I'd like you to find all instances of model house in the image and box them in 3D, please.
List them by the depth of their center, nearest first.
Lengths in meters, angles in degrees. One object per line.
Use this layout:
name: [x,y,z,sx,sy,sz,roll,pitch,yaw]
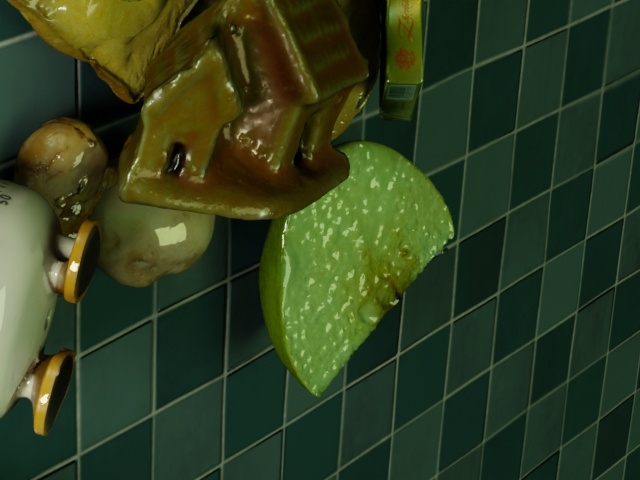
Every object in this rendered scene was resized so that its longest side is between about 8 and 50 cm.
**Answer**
model house: [-0.067,-0.152,1.917,0.268,0.173,0.239,-35,148,-59]

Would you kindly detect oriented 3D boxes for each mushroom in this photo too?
mushroom: [-0.179,-0.024,2.023,0.148,0.112,0.148,7,76,-32]

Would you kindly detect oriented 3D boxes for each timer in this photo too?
timer: [-0.337,0.050,1.792,0.233,0.240,0.234,14,90,-88]

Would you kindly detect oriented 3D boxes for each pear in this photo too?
pear: [-0.001,-0.004,2.283,0.288,0.139,0.239,-49,140,-23]

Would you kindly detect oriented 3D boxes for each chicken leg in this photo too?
chicken leg: [-0.259,-0.027,1.940,0.101,0.085,0.208,-33,143,-59]

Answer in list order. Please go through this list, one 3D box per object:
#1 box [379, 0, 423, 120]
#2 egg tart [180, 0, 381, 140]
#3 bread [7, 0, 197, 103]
box: [0.089,-0.236,2.200,0.311,0.043,0.173,74,18,-87]
egg tart: [-0.034,-0.202,2.134,0.341,0.129,0.341,-33,134,-42]
bread: [-0.215,-0.249,1.872,0.233,0.088,0.161,44,65,-53]
